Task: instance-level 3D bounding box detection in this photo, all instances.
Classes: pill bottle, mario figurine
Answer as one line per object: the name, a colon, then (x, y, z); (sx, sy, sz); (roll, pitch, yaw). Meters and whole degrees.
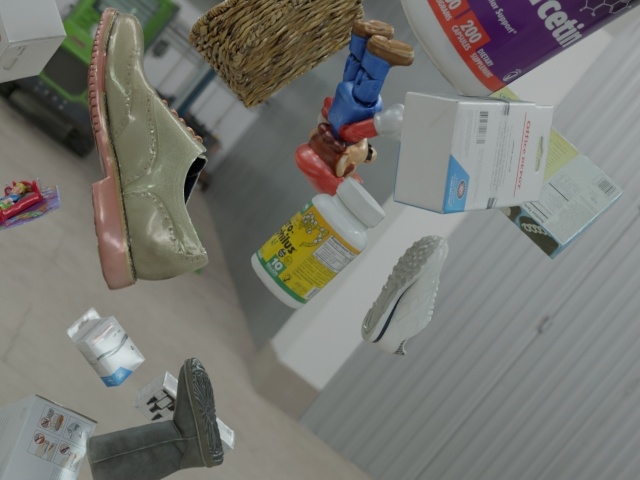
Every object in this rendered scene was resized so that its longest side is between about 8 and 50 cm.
pill bottle: (0.255, -0.305, 1.117); (0.181, 0.323, 0.181); (45, 27, -30)
pill bottle: (0.000, 0.000, 1.642); (0.117, 0.208, 0.117); (45, 10, -11)
mario figurine: (0.075, -0.212, 1.787); (0.170, 0.320, 0.198); (25, 30, 2)

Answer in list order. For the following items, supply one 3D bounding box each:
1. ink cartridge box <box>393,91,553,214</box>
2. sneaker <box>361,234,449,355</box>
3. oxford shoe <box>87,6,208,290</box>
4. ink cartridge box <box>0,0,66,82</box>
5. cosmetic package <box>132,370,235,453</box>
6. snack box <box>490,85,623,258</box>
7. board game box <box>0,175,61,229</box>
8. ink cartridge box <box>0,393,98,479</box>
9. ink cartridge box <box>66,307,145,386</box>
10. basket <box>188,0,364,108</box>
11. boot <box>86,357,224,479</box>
ink cartridge box: (0.150, -0.086, 0.992); (0.060, 0.104, 0.180); (15, 14, 38)
sneaker: (0.168, 0.097, 1.851); (0.095, 0.235, 0.090); (28, 15, -17)
oxford shoe: (-0.225, -0.128, 1.354); (0.140, 0.146, 0.397); (101, -18, -71)
ink cartridge box: (-0.463, -0.359, 1.502); (0.160, 0.093, 0.219); (-24, -96, 57)
cosmetic package: (-0.310, 0.412, 2.357); (0.239, 0.099, 0.060); (47, 22, -24)
snack box: (0.380, -0.137, 1.914); (0.322, 0.187, 0.060); (46, -26, 15)
board game box: (-0.432, -0.057, 1.432); (0.168, 0.133, 0.033); (-133, -153, -67)
ink cartridge box: (-0.541, 0.443, 1.762); (0.130, 0.309, 0.272); (32, -32, -27)
ink cartridge box: (-0.246, 0.121, 1.183); (0.028, 0.048, 0.083); (-13, -64, 48)
basket: (-0.097, -0.440, 1.936); (0.223, 0.299, 0.213); (51, -11, 25)
boot: (-0.268, 0.297, 1.626); (0.076, 0.208, 0.189); (29, 48, -66)
